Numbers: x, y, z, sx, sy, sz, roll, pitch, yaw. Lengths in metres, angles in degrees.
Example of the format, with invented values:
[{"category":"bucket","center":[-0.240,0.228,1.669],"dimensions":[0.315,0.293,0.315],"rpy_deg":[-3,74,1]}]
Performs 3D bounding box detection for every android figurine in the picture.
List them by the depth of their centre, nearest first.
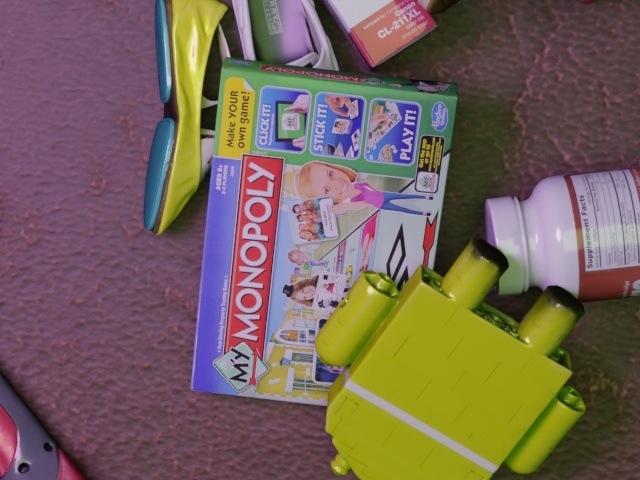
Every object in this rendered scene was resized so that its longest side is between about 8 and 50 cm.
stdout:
[{"category":"android figurine","center":[0.113,0.133,1.647],"dimensions":[0.248,0.056,0.273],"rpy_deg":[29,113,-10]}]

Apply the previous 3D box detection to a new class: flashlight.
[{"category":"flashlight","center":[-0.314,0.182,1.687],"dimensions":[0.103,0.103,0.304],"rpy_deg":[-39,94,5]}]

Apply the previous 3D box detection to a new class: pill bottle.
[{"category":"pill bottle","center":[0.265,-0.005,1.666],"dimensions":[0.216,0.121,0.121],"rpy_deg":[-6,94,1]}]

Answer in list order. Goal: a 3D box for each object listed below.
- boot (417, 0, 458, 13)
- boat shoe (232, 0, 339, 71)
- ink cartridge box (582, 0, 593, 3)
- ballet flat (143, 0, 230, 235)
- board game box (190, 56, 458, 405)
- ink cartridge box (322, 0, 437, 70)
[{"category":"boot","center":[0.083,-0.327,1.602],"dimensions":[0.203,0.095,0.262],"rpy_deg":[36,49,-1]},{"category":"boat shoe","center":[-0.029,-0.152,1.673],"dimensions":[0.095,0.084,0.258],"rpy_deg":[-22,93,1]},{"category":"ink cartridge box","center":[0.262,-0.310,1.588],"dimensions":[0.100,0.237,0.172],"rpy_deg":[34,93,-2]},{"category":"ballet flat","center":[-0.120,-0.118,1.685],"dimensions":[0.077,0.077,0.231],"rpy_deg":[3,92,-17]},{"category":"board game box","center":[0.000,0.000,1.660],"dimensions":[0.213,0.046,0.317],"rpy_deg":[6,111,-1]},{"category":"ink cartridge box","center":[0.028,-0.247,1.646],"dimensions":[0.072,0.127,0.175],"rpy_deg":[-33,94,3]}]
